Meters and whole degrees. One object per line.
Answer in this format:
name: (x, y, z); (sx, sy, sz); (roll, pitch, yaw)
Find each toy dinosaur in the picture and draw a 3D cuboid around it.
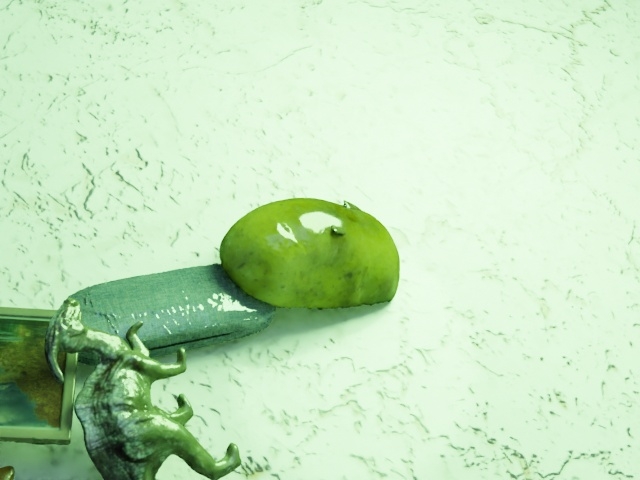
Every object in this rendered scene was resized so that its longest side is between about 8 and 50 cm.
toy dinosaur: (-0.215, 0.196, 1.321); (0.162, 0.077, 0.294); (-20, 72, -38)

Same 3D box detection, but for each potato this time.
potato: (0.000, 0.000, 1.517); (0.272, 0.111, 0.160); (1, 47, -34)

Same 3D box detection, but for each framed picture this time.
framed picture: (-0.408, 0.149, 1.304); (0.250, 0.016, 0.184); (5, 49, -10)

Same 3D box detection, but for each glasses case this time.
glasses case: (-0.193, 0.090, 1.454); (0.283, 0.067, 0.109); (-11, 52, -22)

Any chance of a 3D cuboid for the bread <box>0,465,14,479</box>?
bread: (-0.381, 0.295, 1.245); (0.062, 0.043, 0.109); (15, 50, -6)
